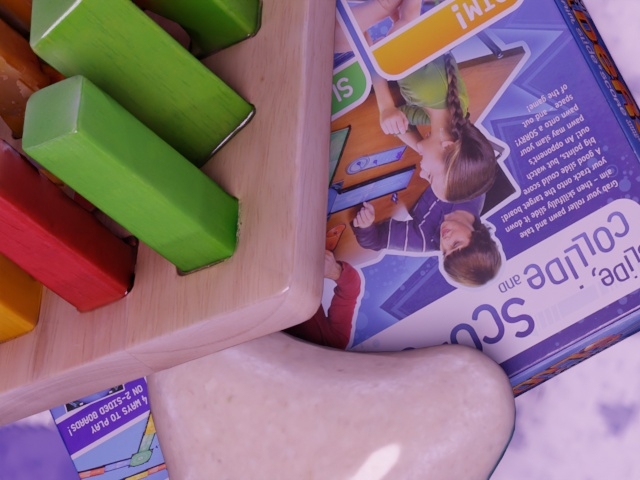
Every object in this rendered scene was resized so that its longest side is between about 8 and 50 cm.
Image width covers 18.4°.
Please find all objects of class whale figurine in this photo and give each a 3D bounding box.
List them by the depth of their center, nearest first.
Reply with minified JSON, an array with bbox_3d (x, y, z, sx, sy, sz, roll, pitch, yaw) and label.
[{"bbox_3d":[-0.016,0.158,0.543,0.216,0.141,0.272,8,82,15],"label":"whale figurine"}]

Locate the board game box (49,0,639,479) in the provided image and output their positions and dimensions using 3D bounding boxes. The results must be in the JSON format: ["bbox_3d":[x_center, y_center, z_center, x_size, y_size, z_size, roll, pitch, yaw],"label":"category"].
[{"bbox_3d":[0.000,0.000,0.588,0.201,0.035,0.136,-30,77,21],"label":"board game box"}]

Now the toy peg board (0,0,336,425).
[{"bbox_3d":[-0.084,-0.041,0.556,0.161,0.079,0.161,-20,49,29],"label":"toy peg board"}]
